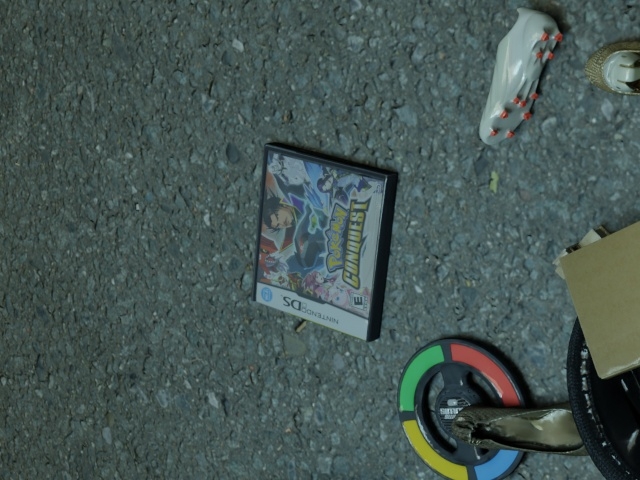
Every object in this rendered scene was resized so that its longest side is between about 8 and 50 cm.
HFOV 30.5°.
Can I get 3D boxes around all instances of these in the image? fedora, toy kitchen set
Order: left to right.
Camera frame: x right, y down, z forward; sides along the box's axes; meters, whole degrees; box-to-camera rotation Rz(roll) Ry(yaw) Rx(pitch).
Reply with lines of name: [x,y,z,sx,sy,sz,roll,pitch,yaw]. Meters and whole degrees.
toy kitchen set: [0.364,0.037,1.584,0.075,0.068,0.083,49,125,20]
fedora: [0.469,0.175,1.463,0.334,0.152,0.334,-4,84,42]

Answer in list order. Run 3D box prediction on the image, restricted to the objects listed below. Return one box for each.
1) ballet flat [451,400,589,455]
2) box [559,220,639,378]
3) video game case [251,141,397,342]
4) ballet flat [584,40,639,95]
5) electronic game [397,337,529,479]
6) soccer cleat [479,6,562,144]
ballet flat: [0.305,0.266,1.653,0.249,0.058,0.084,0,99,21]
box: [0.398,0.058,1.419,0.201,0.021,0.164,-29,68,38]
video game case: [0.000,0.000,1.887,0.248,0.035,0.275,17,110,35]
ballet flat: [0.421,-0.214,1.486,0.206,0.067,0.073,9,106,37]
electronic game: [0.212,0.258,1.764,0.229,0.048,0.229,9,105,37]
soccer cleat: [0.265,-0.225,1.616,0.076,0.068,0.196,46,124,40]
